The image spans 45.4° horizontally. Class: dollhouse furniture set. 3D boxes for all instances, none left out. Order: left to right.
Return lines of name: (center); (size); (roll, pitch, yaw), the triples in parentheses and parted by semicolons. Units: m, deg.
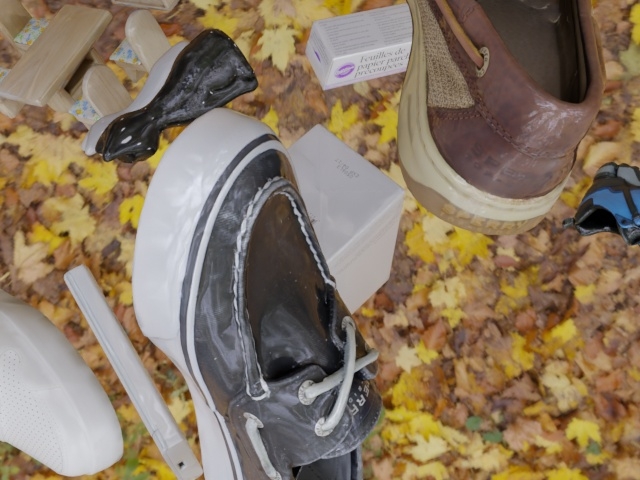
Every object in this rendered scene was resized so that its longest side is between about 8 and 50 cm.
dollhouse furniture set: (-0.445, -0.421, 1.363); (0.362, 0.394, 0.256); (16, 154, 28)

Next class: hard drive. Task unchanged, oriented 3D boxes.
hard drive: (-0.316, 0.231, 1.303); (0.047, 0.233, 0.353); (-29, 65, -16)

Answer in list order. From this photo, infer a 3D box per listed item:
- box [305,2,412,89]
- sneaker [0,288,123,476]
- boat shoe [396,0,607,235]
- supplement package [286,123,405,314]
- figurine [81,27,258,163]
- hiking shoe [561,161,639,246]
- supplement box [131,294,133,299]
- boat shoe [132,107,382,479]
box: (0.141, -0.272, 1.001); (0.324, 0.063, 0.067); (-18, 68, -20)
sneaker: (-0.283, 0.098, 0.525); (0.292, 0.169, 0.108); (29, 127, 29)
boat shoe: (0.100, -0.176, 0.433); (0.123, 0.342, 0.123); (9, 150, -7)
supplement package: (0.000, 0.000, 1.199); (0.177, 0.293, 0.175); (40, 69, 20)
figurine: (-0.212, -0.170, 0.982); (0.209, 0.215, 0.092); (-41, 112, -15)
hiking shoe: (0.529, -0.034, 1.180); (0.113, 0.304, 0.132); (46, 76, -26)
supplement box: (-0.290, 0.092, 1.376); (0.083, 0.043, 0.055); (20, 72, -12)
boat shoe: (-0.015, 0.070, 0.407); (0.102, 0.108, 0.301); (22, 136, 24)
